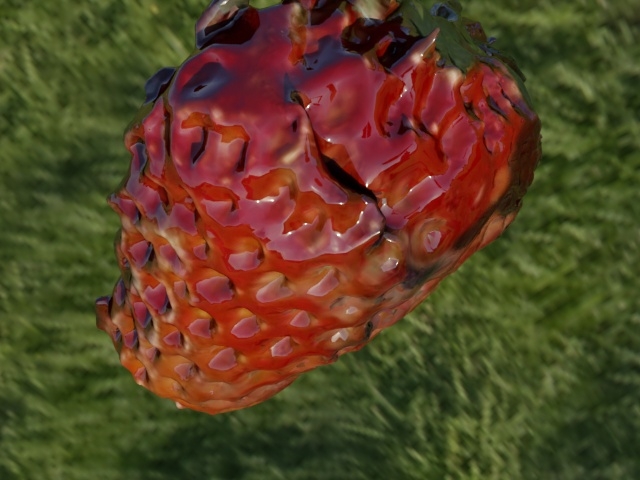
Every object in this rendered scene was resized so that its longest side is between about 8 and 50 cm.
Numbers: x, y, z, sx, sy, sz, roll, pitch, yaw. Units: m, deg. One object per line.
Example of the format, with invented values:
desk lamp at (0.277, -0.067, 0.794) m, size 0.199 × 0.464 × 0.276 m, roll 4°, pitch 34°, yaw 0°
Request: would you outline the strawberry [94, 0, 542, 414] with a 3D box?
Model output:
strawberry at (-0.002, -0.009, 1.012) m, size 0.280 × 0.253 × 0.150 m, roll -43°, pitch 63°, yaw 5°
